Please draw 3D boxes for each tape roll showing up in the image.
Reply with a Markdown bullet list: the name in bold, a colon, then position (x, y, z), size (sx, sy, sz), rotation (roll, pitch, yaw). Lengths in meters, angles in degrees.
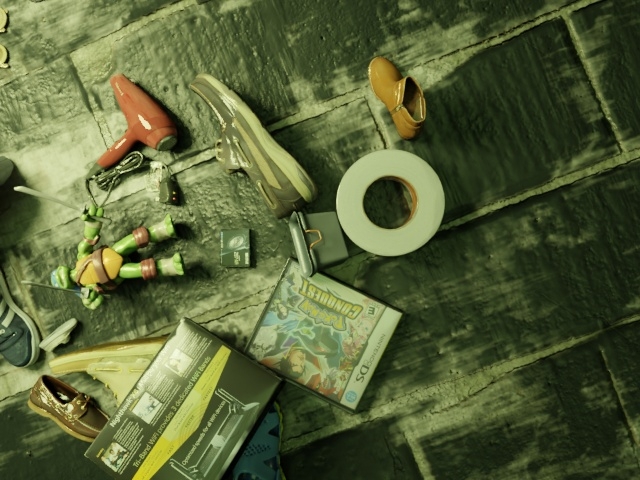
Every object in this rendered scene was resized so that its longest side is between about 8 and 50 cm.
- **tape roll**: position (0.143, -0.077, 0.944), size (0.220, 0.072, 0.218), rotation (0, 91, 3)

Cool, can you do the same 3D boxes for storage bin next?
- **storage bin**: position (0.000, 0.000, 0.933), size (0.091, 0.098, 0.135), rotation (-13, 76, -18)

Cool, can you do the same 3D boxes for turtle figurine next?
- **turtle figurine**: position (-0.425, 0.027, 0.899), size (0.267, 0.197, 0.274), rotation (-15, 132, -13)

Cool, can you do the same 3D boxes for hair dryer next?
- **hair dryer**: position (-0.420, -0.215, 0.971), size (0.224, 0.080, 0.292), rotation (1, 90, 4)

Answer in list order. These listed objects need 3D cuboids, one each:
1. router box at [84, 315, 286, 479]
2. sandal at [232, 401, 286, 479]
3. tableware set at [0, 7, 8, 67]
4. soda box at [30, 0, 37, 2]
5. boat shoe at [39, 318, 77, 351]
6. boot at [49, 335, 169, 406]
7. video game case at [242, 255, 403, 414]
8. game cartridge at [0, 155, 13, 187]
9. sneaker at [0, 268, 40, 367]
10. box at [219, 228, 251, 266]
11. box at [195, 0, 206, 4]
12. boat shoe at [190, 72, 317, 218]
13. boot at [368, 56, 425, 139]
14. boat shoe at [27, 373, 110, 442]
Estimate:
- **router box**: position (-0.253, 0.343, 0.875), size (0.243, 0.081, 0.308), rotation (30, 74, 13)
- **sandal**: position (-0.139, 0.448, 0.937), size (0.126, 0.138, 0.316), rotation (-14, 88, 5)
- **tableware set**: position (-0.778, -0.454, 1.015), size (0.141, 0.020, 0.168), rotation (-4, 85, -2)
- **soda box**: position (-0.537, -0.604, 0.966), size (0.264, 0.092, 0.083), rotation (-12, 87, 4)
- **boat shoe**: position (-0.583, 0.216, 1.013), size (0.100, 0.035, 0.035), rotation (-39, 116, -1)
- **boot**: position (-0.439, 0.323, 0.971), size (0.262, 0.095, 0.203), rotation (-7, 90, -6)
- **video game case**: position (0.002, 0.204, 0.974), size (0.275, 0.035, 0.248), rotation (26, 92, 3)
- **game cartridge**: position (-0.773, -0.046, 0.938), size (0.060, 0.196, 0.294), rotation (39, 93, -22)
- **sneaker**: position (-0.728, 0.161, 0.957), size (0.099, 0.153, 0.282), rotation (-29, 89, 4)
- **box**: position (-0.187, 0.016, 0.991), size (0.067, 0.018, 0.083), rotation (0, 91, 4)
- **box**: position (-0.224, -0.631, 0.934), size (0.182, 0.119, 0.180), rotation (-20, 90, 4)
- **boat shoe**: position (-0.158, -0.191, 0.931), size (0.130, 0.132, 0.355), rotation (-42, 87, 3)
- **boot**: position (0.159, -0.302, 0.899), size (0.073, 0.152, 0.197), rotation (-27, 89, 3)
- **boat shoe**: position (-0.545, 0.369, 0.989), size (0.207, 0.073, 0.073), rotation (26, 94, 2)
